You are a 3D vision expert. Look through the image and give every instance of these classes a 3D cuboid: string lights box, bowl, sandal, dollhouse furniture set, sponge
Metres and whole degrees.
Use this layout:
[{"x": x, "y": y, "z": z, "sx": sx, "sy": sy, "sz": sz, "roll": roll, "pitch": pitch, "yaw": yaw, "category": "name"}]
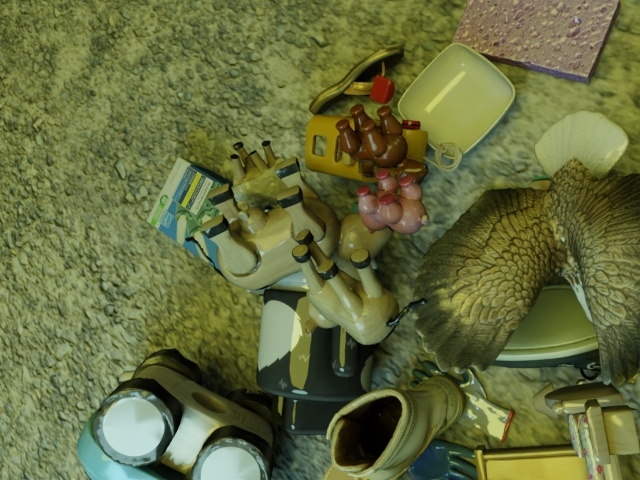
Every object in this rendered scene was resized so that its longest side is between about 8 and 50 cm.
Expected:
[{"x": -0.165, "y": -0.028, "z": 1.111, "sx": 0.259, "sy": 0.077, "sz": 0.133, "roll": 30, "pitch": 97, "yaw": 29, "category": "string lights box"}, {"x": 0.204, "y": -0.198, "z": 0.946, "sx": 0.142, "sy": 0.053, "sz": 0.142, "roll": -47, "pitch": 63, "yaw": 16, "category": "bowl"}, {"x": 0.061, "y": -0.244, "z": 1.026, "sx": 0.180, "sy": 0.072, "sz": 0.049, "roll": -32, "pitch": 84, "yaw": 23, "category": "sandal"}, {"x": 0.240, "y": 0.310, "z": 0.668, "sx": 0.173, "sy": 0.355, "sz": 0.303, "roll": -10, "pitch": 79, "yaw": 19, "category": "dollhouse furniture set"}, {"x": 0.300, "y": -0.306, "z": 0.920, "sx": 0.210, "sy": 0.031, "sz": 0.117, "roll": 24, "pitch": 95, "yaw": 29, "category": "sponge"}]

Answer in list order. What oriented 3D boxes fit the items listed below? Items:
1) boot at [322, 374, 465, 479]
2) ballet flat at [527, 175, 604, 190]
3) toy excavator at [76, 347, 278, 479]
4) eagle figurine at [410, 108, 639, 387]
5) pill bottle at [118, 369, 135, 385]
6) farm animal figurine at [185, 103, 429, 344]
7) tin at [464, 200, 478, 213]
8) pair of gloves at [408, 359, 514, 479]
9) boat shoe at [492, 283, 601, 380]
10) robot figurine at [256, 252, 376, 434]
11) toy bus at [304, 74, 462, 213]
[{"x": 0.058, "y": 0.281, "z": 0.849, "sx": 0.262, "sy": 0.203, "sz": 0.095, "roll": -46, "pitch": 63, "yaw": 17, "category": "boot"}, {"x": 0.378, "y": -0.046, "z": 0.812, "sx": 0.232, "sy": 0.080, "sz": 0.073, "roll": 2, "pitch": 84, "yaw": 30, "category": "ballet flat"}, {"x": -0.195, "y": 0.449, "z": 0.959, "sx": 0.433, "sy": 0.222, "sz": 0.445, "roll": 29, "pitch": 94, "yaw": -4, "category": "toy excavator"}, {"x": 0.261, "y": 0.014, "z": 0.684, "sx": 0.225, "sy": 0.298, "sz": 0.226, "roll": 42, "pitch": 128, "yaw": 18, "category": "eagle figurine"}, {"x": -0.283, "y": 0.329, "z": 1.103, "sx": 0.117, "sy": 0.117, "sz": 0.215, "roll": -8, "pitch": 80, "yaw": 28, "category": "pill bottle"}, {"x": 0.000, "y": 0.000, "z": 0.798, "sx": 0.326, "sy": 0.172, "sz": 0.330, "roll": -9, "pitch": 39, "yaw": 25, "category": "farm animal figurine"}, {"x": 0.239, "y": 0.031, "z": 0.905, "sx": 0.106, "sy": 0.040, "sz": 0.190, "roll": 6, "pitch": 86, "yaw": 34, "category": "tin"}, {"x": 0.177, "y": 0.267, "z": 0.913, "sx": 0.159, "sy": 0.023, "sz": 0.198, "roll": 25, "pitch": 96, "yaw": 29, "category": "pair of gloves"}, {"x": 0.350, "y": 0.115, "z": 0.792, "sx": 0.340, "sy": 0.113, "sz": 0.127, "roll": -20, "pitch": 29, "yaw": 17, "category": "boat shoe"}, {"x": -0.007, "y": 0.137, "z": 0.945, "sx": 0.209, "sy": 0.173, "sz": 0.278, "roll": 3, "pitch": 85, "yaw": 29, "category": "robot figurine"}, {"x": 0.068, "y": -0.131, "z": 0.945, "sx": 0.202, "sy": 0.104, "sz": 0.191, "roll": -45, "pitch": 65, "yaw": 39, "category": "toy bus"}]
